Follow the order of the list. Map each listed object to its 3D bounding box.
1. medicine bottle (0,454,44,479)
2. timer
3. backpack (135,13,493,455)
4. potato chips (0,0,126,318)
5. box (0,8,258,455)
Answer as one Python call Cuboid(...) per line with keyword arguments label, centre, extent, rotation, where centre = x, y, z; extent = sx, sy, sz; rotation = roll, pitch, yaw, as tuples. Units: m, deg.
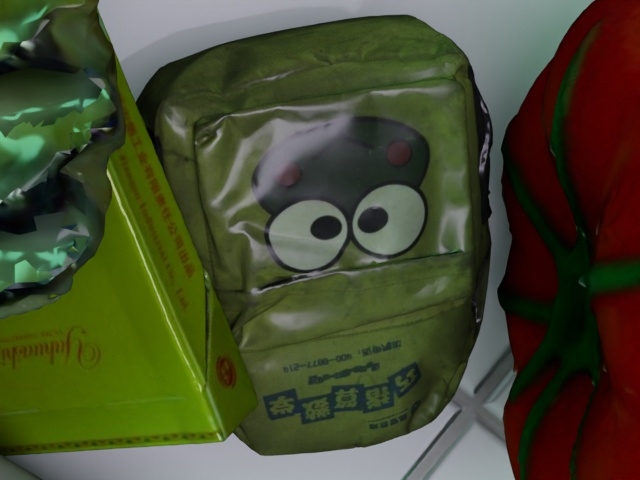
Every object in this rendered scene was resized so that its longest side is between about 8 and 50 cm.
Cuboid(label="medicine bottle", centre=(-0.242, 0.198, 0.637), extent=(0.379, 0.213, 0.213), rotation=(37, 91, -19))
Cuboid(label="timer", centre=(0.246, 0.031, 0.640), extent=(0.279, 0.378, 0.377), rotation=(-3, 104, -3))
Cuboid(label="backpack", centre=(0.000, 0.000, 0.700), extent=(0.207, 0.140, 0.253), rotation=(-12, 114, -11))
Cuboid(label="potato chips", centre=(-0.271, -0.117, 0.522), extent=(0.429, 0.070, 0.358), rotation=(-9, 85, 14))
Cuboid(label="box", centre=(-0.172, -0.039, 0.629), extent=(0.187, 0.047, 0.335), rotation=(-10, 110, 31))
